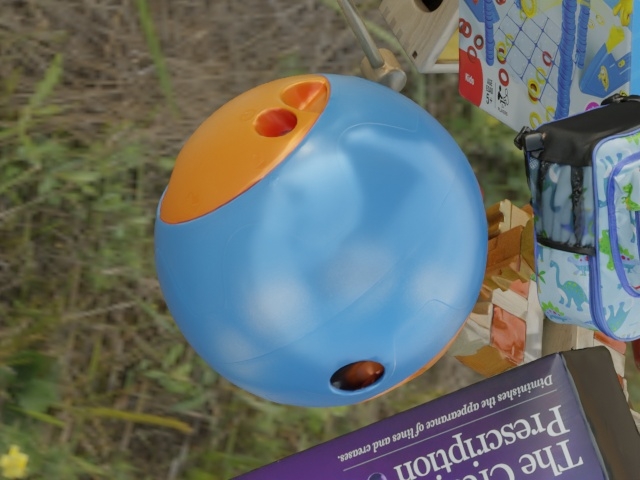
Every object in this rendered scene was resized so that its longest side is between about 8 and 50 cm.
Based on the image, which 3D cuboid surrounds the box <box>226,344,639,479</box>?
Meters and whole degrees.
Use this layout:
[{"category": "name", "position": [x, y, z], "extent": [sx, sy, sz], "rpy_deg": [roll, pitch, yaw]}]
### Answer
[{"category": "box", "position": [0.067, 0.191, 1.003], "extent": [0.103, 0.261, 0.184], "rpy_deg": [1, 67, -65]}]

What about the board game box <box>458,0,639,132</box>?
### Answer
[{"category": "board game box", "position": [0.188, -0.216, 1.206], "extent": [0.086, 0.308, 0.302], "rpy_deg": [-7, 109, -15]}]

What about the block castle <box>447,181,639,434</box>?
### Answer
[{"category": "block castle", "position": [0.326, 0.031, 1.824], "extent": [0.453, 0.303, 0.213], "rpy_deg": [29, 53, -32]}]

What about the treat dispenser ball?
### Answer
[{"category": "treat dispenser ball", "position": [0.000, 0.000, 1.502], "extent": [0.288, 0.288, 0.288], "rpy_deg": [-4, 96, -40]}]

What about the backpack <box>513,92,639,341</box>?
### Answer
[{"category": "backpack", "position": [0.160, -0.008, 0.902], "extent": [0.105, 0.084, 0.114], "rpy_deg": [-21, 117, -42]}]

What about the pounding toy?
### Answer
[{"category": "pounding toy", "position": [0.106, -0.183, 1.487], "extent": [0.181, 0.206, 0.094], "rpy_deg": [-5, 52, -35]}]
